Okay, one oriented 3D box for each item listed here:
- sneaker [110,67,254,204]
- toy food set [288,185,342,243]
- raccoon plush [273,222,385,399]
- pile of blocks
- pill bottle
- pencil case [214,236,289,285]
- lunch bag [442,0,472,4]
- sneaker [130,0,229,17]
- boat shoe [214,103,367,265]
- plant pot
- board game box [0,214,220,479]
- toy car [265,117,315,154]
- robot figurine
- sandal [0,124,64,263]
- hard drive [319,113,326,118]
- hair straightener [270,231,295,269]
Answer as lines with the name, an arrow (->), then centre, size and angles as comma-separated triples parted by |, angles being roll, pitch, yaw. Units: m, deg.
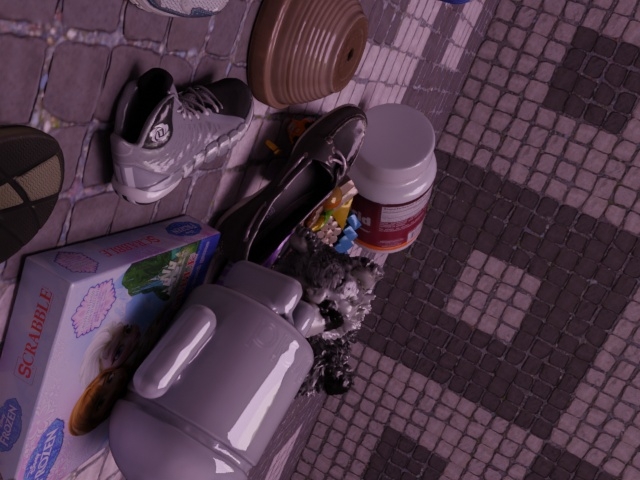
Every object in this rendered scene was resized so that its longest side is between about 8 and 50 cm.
sneaker -> -0.151, -0.151, 0.738 | 0.229, 0.086, 0.132 | -53, 160, -34
toy food set -> 0.006, -0.070, 1.252 | 0.132, 0.038, 0.192 | -48, 168, -43
raccoon plush -> -0.008, 0.067, 1.198 | 0.446, 0.216, 0.299 | -91, -162, -63
pile of blocks -> 0.000, 0.000, 1.474 | 0.148, 0.113, 0.362 | 7, 119, -30
pill bottle -> 0.167, -0.145, 1.628 | 0.224, 0.224, 0.392 | -58, 165, -23
pencil case -> -0.111, 0.026, 1.190 | 0.206, 0.088, 0.086 | -60, 146, -9
lunch bag -> 0.207, -0.540, 1.015 | 0.115, 0.243, 0.304 | -40, 153, -60
sneaker -> -0.122, -0.261, 0.558 | 0.110, 0.122, 0.283 | -64, 167, -1
boat shoe -> -0.028, -0.082, 1.069 | 0.335, 0.095, 0.112 | -44, 137, -4
plant pot -> -0.001, -0.298, 0.972 | 0.237, 0.109, 0.237 | -58, 165, -25
board game box -> -0.276, 0.141, 0.839 | 0.319, 0.065, 0.318 | -68, 166, 18
toy car -> -0.053, -0.188, 1.118 | 0.060, 0.040, 0.122 | -49, 175, 26
robot figurine -> -0.143, 0.200, 0.873 | 0.354, 0.199, 0.300 | -59, 147, -22
sandal -> -0.309, -0.014, 0.426 | 0.302, 0.086, 0.120 | -31, 153, -40
hard drive -> -0.001, -0.155, 1.244 | 0.172, 0.054, 0.254 | -54, 175, 10
hair straightener -> -0.114, 0.033, 1.314 | 0.230, 0.047, 0.089 | -48, 159, -37
